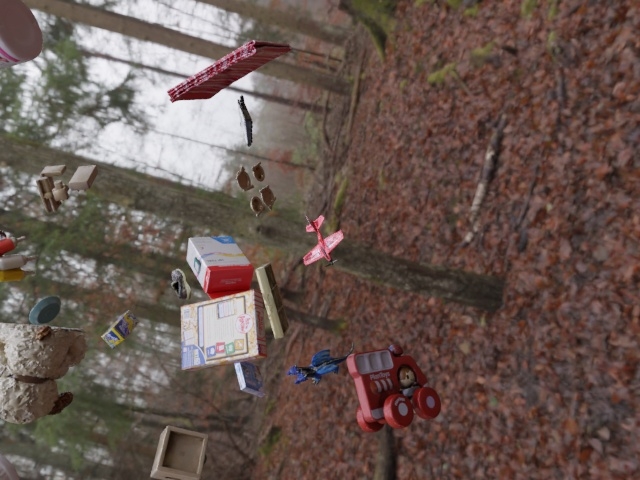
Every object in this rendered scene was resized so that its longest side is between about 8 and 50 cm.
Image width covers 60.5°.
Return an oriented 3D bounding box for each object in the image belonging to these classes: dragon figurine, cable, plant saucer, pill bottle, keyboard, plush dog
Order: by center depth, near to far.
[{"bbox_3d":[-0.808,0.064,1.260,0.287,0.072,0.139,-31,-58,-51],"label":"cable"},{"bbox_3d":[-0.679,0.313,1.291,0.211,0.263,0.225,-12,70,52],"label":"plush dog"},{"bbox_3d":[-0.848,-0.487,1.343,0.160,0.283,0.160,-10,-90,-74],"label":"pill bottle"},{"bbox_3d":[-0.201,-0.330,1.466,0.180,0.023,0.108,-117,20,-57],"label":"keyboard"},{"bbox_3d":[-0.944,0.247,1.898,0.119,0.021,0.119,-49,-20,-25],"label":"plant saucer"},{"bbox_3d":[0.015,0.473,2.094,0.085,0.289,0.144,61,171,25],"label":"dragon figurine"}]

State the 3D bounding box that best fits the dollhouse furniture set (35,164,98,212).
[{"bbox_3d":[-0.720,-0.138,1.591,0.144,0.151,0.123,-104,9,-58],"label":"dollhouse furniture set"}]

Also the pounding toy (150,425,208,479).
[{"bbox_3d":[-0.347,0.563,1.394,0.100,0.141,0.130,-51,26,45],"label":"pounding toy"}]

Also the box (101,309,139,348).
[{"bbox_3d":[-0.669,0.297,1.845,0.054,0.059,0.169,-38,11,7],"label":"box"}]

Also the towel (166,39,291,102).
[{"bbox_3d":[-0.220,-0.408,1.338,0.031,0.275,0.199,66,-154,-7],"label":"towel"}]

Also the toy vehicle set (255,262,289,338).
[{"bbox_3d":[-0.178,0.221,2.057,0.166,0.035,0.266,-59,-47,-84],"label":"toy vehicle set"}]

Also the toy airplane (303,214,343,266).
[{"bbox_3d":[0.000,0.000,1.444,0.028,0.151,0.151,-4,-67,-53],"label":"toy airplane"}]

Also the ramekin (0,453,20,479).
[{"bbox_3d":[-0.893,0.633,1.401,0.109,0.207,0.207,-62,-12,-64],"label":"ramekin"}]

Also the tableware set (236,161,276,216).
[{"bbox_3d":[-0.194,-0.159,1.687,0.141,0.020,0.168,-51,-57,-52],"label":"tableware set"}]

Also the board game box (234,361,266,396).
[{"bbox_3d":[-0.188,0.367,1.470,0.090,0.020,0.090,39,-158,-48],"label":"board game box"}]

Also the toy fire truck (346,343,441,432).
[{"bbox_3d":[0.234,0.466,1.771,0.169,0.302,0.253,-32,67,48],"label":"toy fire truck"}]

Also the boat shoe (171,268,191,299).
[{"bbox_3d":[-0.499,0.151,1.930,0.152,0.049,0.056,44,123,45],"label":"boat shoe"}]

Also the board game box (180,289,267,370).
[{"bbox_3d":[-0.218,0.202,1.222,0.045,0.194,0.146,37,-137,-61],"label":"board game box"}]

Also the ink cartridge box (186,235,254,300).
[{"bbox_3d":[-0.278,0.077,1.552,0.231,0.134,0.077,45,129,46],"label":"ink cartridge box"}]
